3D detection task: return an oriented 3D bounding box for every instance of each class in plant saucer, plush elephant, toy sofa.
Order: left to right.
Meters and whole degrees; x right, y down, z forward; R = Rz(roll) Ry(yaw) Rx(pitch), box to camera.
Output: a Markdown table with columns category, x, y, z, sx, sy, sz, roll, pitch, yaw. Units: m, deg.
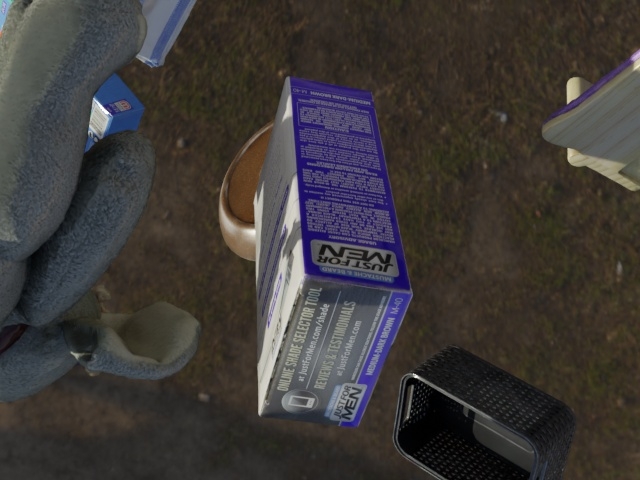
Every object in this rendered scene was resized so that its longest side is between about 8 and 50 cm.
| category | x | y | z | sx | sy | sz | roll | pitch | yaw |
| --- | --- | --- | --- | --- | --- | --- | --- | --- | --- |
| plush elephant | -0.223 | 0.008 | 0.638 | 0.272 | 0.255 | 0.330 | -3 | 83 | 3 |
| plant saucer | -0.054 | -0.109 | 1.616 | 0.311 | 0.310 | 0.050 | -28 | 134 | 21 |
| toy sofa | 0.441 | -0.231 | 1.200 | 0.177 | 0.150 | 0.362 | 24 | 142 | -18 |

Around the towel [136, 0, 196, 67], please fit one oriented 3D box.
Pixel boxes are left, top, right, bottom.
| category | x | y | z | sx | sy | sz | roll | pitch | yaw |
| --- | --- | --- | --- | --- | --- | --- | --- | --- | --- |
| towel | -0.304 | -0.402 | 1.488 | 0.285 | 0.034 | 0.209 | 22 | 103 | -46 |

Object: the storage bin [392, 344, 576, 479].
| category | x | y | z | sx | sy | sz | roll | pitch | yaw |
| --- | --- | --- | --- | --- | --- | --- | --- | --- | --- |
| storage bin | 0.181 | 0.214 | 1.100 | 0.180 | 0.084 | 0.122 | 28 | 127 | 34 |

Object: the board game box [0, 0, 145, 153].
| category | x | y | z | sx | sy | sz | roll | pitch | yaw |
| --- | --- | --- | --- | --- | --- | --- | --- | --- | --- |
| board game box | -0.291 | -0.156 | 1.084 | 0.210 | 0.047 | 0.160 | 48 | 136 | 16 |

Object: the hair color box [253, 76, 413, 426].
| category | x | y | z | sx | sy | sz | roll | pitch | yaw |
| --- | --- | --- | --- | --- | --- | --- | --- | --- | --- |
| hair color box | 0.000 | 0.000 | 1.004 | 0.110 | 0.339 | 0.185 | 9 | 128 | -10 |

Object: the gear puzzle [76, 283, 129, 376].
| category | x | y | z | sx | sy | sz | roll | pitch | yaw |
| --- | --- | --- | --- | --- | --- | --- | --- | --- | --- |
| gear puzzle | -0.295 | 0.072 | 0.913 | 0.175 | 0.044 | 0.339 | -19 | 153 | 1 |
